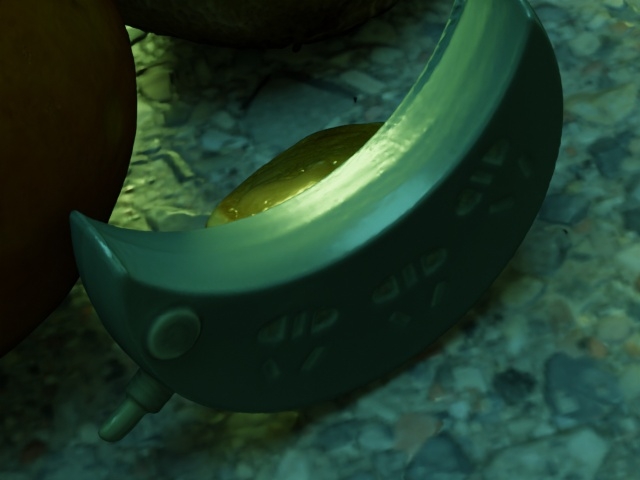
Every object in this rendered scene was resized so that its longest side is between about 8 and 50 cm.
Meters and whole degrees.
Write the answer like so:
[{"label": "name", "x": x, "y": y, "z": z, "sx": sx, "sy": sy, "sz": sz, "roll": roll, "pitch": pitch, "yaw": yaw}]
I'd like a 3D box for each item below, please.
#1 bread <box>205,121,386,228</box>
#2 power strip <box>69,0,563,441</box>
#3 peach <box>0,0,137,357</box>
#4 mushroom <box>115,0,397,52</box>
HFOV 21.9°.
[{"label": "bread", "x": -0.007, "y": -0.026, "z": 0.813, "sx": 0.110, "sy": 0.024, "sz": 0.110, "roll": -22, "pitch": 19, "yaw": 8}, {"label": "power strip", "x": 0.000, "y": 0.000, "z": 0.724, "sx": 0.253, "sy": 0.167, "sz": 0.054, "roll": -35, "pitch": 46, "yaw": -10}, {"label": "peach", "x": -0.241, "y": -0.083, "z": 0.746, "sx": 0.302, "sy": 0.343, "sz": 0.343, "roll": -28, "pitch": 48, "yaw": 10}, {"label": "mushroom", "x": -0.042, "y": -0.210, "z": 0.919, "sx": 0.253, "sy": 0.153, "sz": 0.253, "roll": -5, "pitch": 51, "yaw": 6}]
